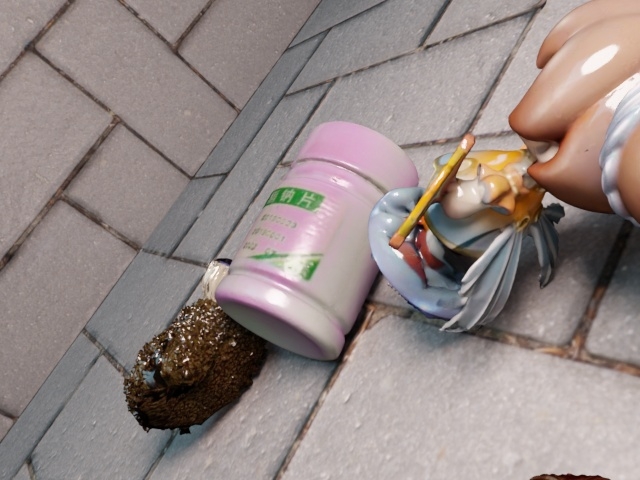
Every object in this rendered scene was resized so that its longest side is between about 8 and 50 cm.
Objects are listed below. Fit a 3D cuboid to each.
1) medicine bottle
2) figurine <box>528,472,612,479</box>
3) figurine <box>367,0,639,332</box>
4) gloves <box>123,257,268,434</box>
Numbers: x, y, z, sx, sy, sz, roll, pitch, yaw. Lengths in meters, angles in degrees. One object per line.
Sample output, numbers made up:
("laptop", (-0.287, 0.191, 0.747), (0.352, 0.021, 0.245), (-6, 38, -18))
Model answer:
("medicine bottle", (0.000, 0.000, 0.862), (0.212, 0.212, 0.325), (-3, 53, 54))
("figurine", (0.164, 0.294, 0.311), (0.187, 0.168, 0.315), (-37, 31, 41))
("figurine", (0.230, -0.053, 0.521), (0.277, 0.248, 0.388), (-25, -17, -41))
("gloves", (-0.186, 0.181, 0.911), (0.135, 0.210, 0.312), (14, 66, 34))
